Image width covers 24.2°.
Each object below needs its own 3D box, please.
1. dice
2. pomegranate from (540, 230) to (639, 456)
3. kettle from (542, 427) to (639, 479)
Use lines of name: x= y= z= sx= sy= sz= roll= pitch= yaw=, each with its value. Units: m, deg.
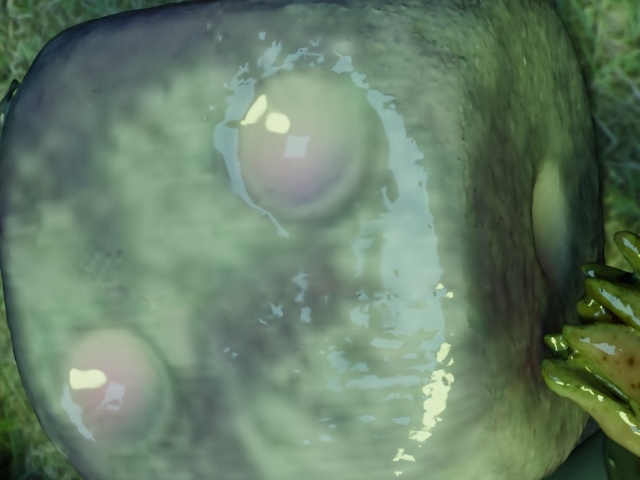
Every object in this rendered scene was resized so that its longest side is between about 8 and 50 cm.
dice: x=0.000 y=0.000 z=0.835 sx=0.271 sy=0.270 sz=0.270 roll=-3 pitch=96 yaw=25
pomegranate: x=0.252 y=0.105 z=0.736 sx=0.222 sy=0.276 sz=0.204 roll=117 pitch=148 yaw=-44
kettle: x=0.149 y=0.246 z=0.883 sx=0.210 sy=0.160 sz=0.243 roll=37 pitch=120 yaw=-21
